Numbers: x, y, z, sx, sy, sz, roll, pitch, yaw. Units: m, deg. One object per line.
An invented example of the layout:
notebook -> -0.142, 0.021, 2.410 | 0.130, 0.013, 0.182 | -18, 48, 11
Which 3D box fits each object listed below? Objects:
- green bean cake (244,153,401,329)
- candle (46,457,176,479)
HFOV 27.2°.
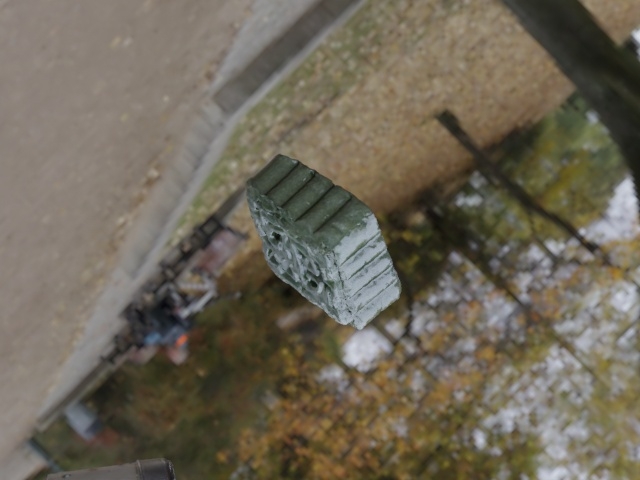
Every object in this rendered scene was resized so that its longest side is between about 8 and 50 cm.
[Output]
green bean cake -> 0.000, 0.000, 1.610 | 0.094, 0.183, 0.185 | -39, 142, -18
candle -> -0.374, 0.454, 2.099 | 0.330, 0.187, 0.187 | -7, 173, -10
